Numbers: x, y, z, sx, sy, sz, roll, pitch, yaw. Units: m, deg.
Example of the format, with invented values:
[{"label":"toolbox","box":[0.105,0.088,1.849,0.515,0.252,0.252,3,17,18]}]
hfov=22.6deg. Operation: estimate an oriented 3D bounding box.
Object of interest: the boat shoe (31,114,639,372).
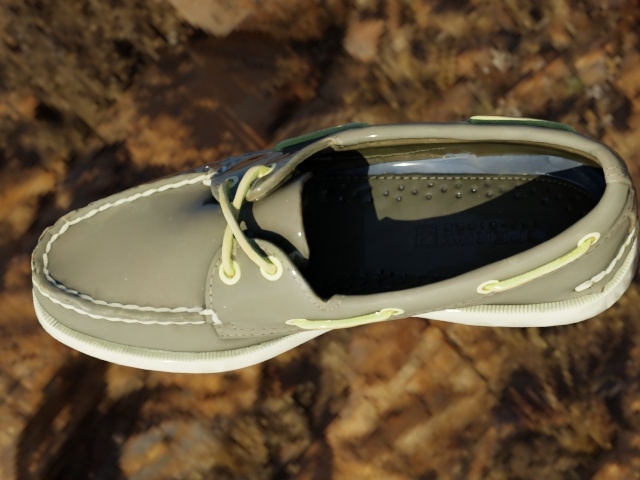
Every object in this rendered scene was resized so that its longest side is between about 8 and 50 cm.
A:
[{"label":"boat shoe","box":[0.000,-0.004,0.774,0.305,0.091,0.109,-5,66,7]}]
